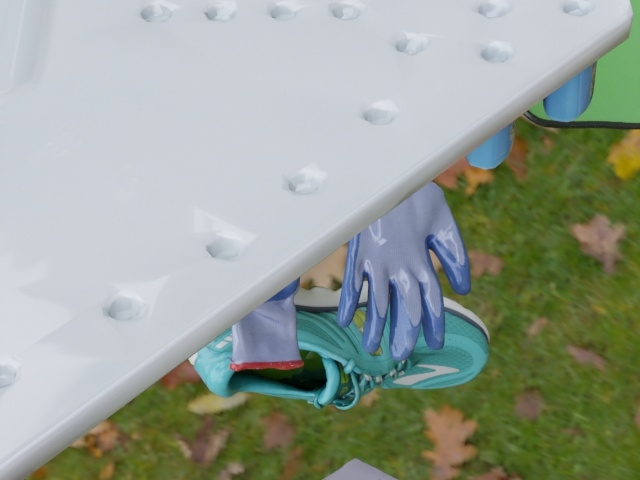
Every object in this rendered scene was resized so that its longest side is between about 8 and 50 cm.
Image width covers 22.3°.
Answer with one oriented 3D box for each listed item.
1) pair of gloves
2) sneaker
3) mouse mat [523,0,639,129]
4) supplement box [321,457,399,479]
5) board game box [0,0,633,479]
[{"bbox_3d":[0.000,0.000,0.998,0.023,0.198,0.159,167,97,-67],"label":"pair of gloves"},{"bbox_3d":[0.017,0.101,1.355,0.110,0.275,0.107,-114,34,-50],"label":"sneaker"},{"bbox_3d":[0.151,-0.117,0.937,0.007,0.190,0.152,-55,49,36],"label":"mouse mat"},{"bbox_3d":[0.000,0.257,0.902,0.073,0.130,0.239,22,122,37],"label":"supplement box"},{"bbox_3d":[-0.154,-0.064,0.598,0.390,0.050,0.390,33,53,30],"label":"board game box"}]
